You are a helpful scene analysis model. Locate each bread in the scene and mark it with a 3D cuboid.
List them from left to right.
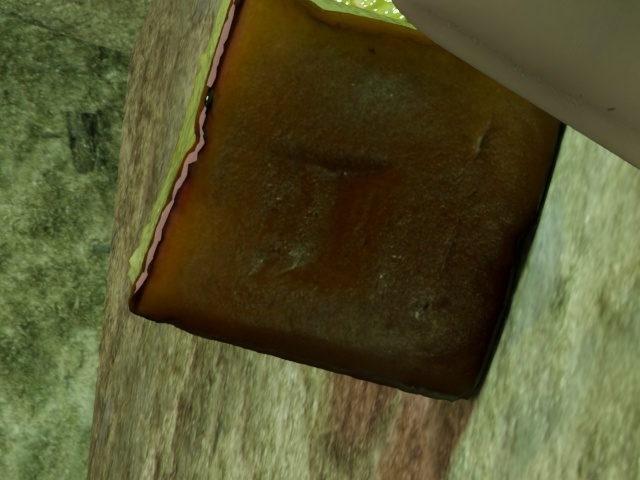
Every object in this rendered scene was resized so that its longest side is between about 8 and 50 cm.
[{"bbox_3d":[0.022,-0.049,1.694,0.143,0.333,0.323,-136,62,-76],"label":"bread"}]

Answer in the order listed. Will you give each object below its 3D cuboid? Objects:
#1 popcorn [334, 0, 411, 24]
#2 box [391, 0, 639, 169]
[{"bbox_3d":[0.060,-0.184,1.893,0.173,0.225,0.286,-70,17,-1],"label":"popcorn"},{"bbox_3d":[0.218,-0.191,1.164,0.141,0.349,0.288,-45,-15,-55],"label":"box"}]
